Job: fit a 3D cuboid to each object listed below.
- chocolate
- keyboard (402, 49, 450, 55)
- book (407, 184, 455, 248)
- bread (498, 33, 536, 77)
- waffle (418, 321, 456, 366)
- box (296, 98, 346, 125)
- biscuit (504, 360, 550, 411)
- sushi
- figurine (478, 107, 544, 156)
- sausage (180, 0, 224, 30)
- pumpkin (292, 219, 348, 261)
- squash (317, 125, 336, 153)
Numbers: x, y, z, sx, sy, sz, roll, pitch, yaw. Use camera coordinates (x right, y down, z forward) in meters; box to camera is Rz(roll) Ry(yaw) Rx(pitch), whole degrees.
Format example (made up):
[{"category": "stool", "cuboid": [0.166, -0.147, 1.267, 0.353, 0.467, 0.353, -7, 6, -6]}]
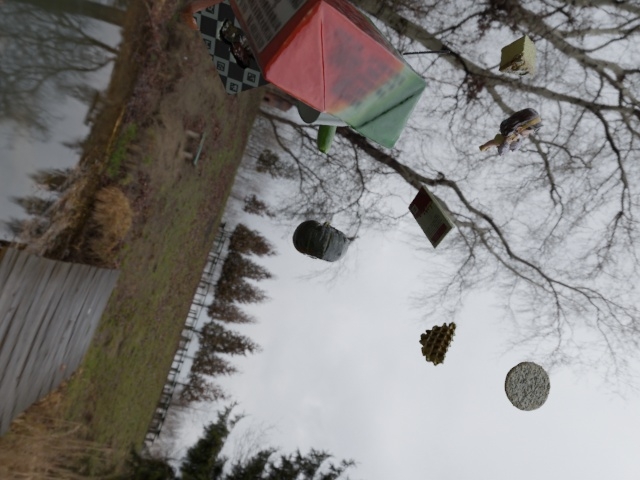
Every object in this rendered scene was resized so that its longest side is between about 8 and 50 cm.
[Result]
[{"category": "chocolate", "cuboid": [0.017, -0.398, 0.838, 0.161, 0.342, 0.359, -47, -132, 29]}, {"category": "keyboard", "cuboid": [0.358, -0.638, 1.386, 0.053, 0.155, 0.010, -63, 153, -61]}, {"category": "book", "cuboid": [0.461, -0.098, 1.720, 0.231, 0.022, 0.162, 62, -26, 25]}, {"category": "bread", "cuboid": [0.849, -0.767, 1.735, 0.127, 0.152, 0.146, -8, -112, 62]}, {"category": "waffle", "cuboid": [0.460, 0.394, 1.558, 0.191, 0.161, 0.046, -92, 163, -59]}, {"category": "box", "cuboid": [0.031, -0.497, 1.354, 0.226, 0.150, 0.225, 14, -74, 60]}, {"category": "biscuit", "cuboid": [0.623, 0.439, 1.230, 0.020, 0.152, 0.151, 147, -38, -84]}, {"category": "sushi", "cuboid": [-0.207, -0.552, 1.145, 0.220, 0.231, 0.047, -8, -146, 21]}, {"category": "figurine", "cuboid": [0.730, -0.408, 1.570, 0.115, 0.175, 0.240, 57, -39, 12]}, {"category": "sausage", "cuboid": [-0.405, -0.870, 1.573, 0.113, 0.260, 0.113, 43, -37, 45]}, {"category": "pumpkin", "cuboid": [0.000, 0.000, 1.579, 0.157, 0.224, 0.224, -69, -163, 3]}, {"category": "squash", "cuboid": [0.039, -0.547, 1.912, 0.082, 0.082, 0.292, 160, -54, -69]}]
